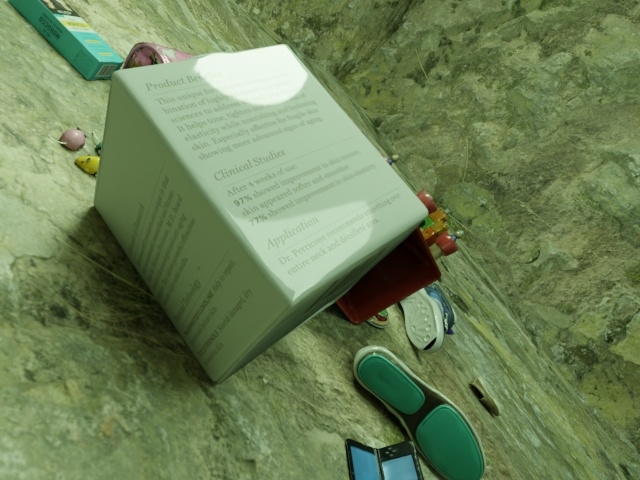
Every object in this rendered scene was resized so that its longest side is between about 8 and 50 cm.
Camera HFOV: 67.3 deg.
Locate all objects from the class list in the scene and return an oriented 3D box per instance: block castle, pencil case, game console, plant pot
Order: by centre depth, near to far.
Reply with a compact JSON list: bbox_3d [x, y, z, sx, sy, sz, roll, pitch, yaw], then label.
[{"bbox_3d":[0.124,0.436,0.895,0.144,0.124,0.085,-98,167,-53],"label":"game console"},{"bbox_3d":[0.116,0.010,1.258,0.267,0.267,0.236,54,9,-44],"label":"plant pot"},{"bbox_3d":[-0.353,-0.420,1.319,0.160,0.167,0.386,22,17,17],"label":"pencil case"},{"bbox_3d":[0.336,-0.126,1.835,0.303,0.213,0.453,53,4,-33],"label":"block castle"}]

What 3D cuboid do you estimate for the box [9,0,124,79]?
[{"bbox_3d":[-0.590,-0.489,1.127,0.244,0.060,0.100,46,23,-6],"label":"box"}]

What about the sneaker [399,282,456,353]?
[{"bbox_3d":[0.385,0.270,1.558,0.236,0.130,0.323,32,21,-24],"label":"sneaker"}]

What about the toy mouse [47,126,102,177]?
[{"bbox_3d":[-0.442,-0.184,0.940,0.161,0.031,0.143,30,28,-36],"label":"toy mouse"}]

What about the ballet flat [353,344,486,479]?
[{"bbox_3d":[0.232,0.389,1.126,0.400,0.139,0.139,46,23,-2],"label":"ballet flat"}]

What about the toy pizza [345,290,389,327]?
[{"bbox_3d":[0.138,0.166,1.414,0.201,0.032,0.201,39,24,-21],"label":"toy pizza"}]

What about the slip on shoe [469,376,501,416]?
[{"bbox_3d":[0.534,0.511,1.561,0.041,0.051,0.135,-22,76,-24],"label":"slip on shoe"}]

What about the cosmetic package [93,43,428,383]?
[{"bbox_3d":[-0.114,-0.052,0.802,0.329,0.327,0.394,-29,76,-40],"label":"cosmetic package"}]
